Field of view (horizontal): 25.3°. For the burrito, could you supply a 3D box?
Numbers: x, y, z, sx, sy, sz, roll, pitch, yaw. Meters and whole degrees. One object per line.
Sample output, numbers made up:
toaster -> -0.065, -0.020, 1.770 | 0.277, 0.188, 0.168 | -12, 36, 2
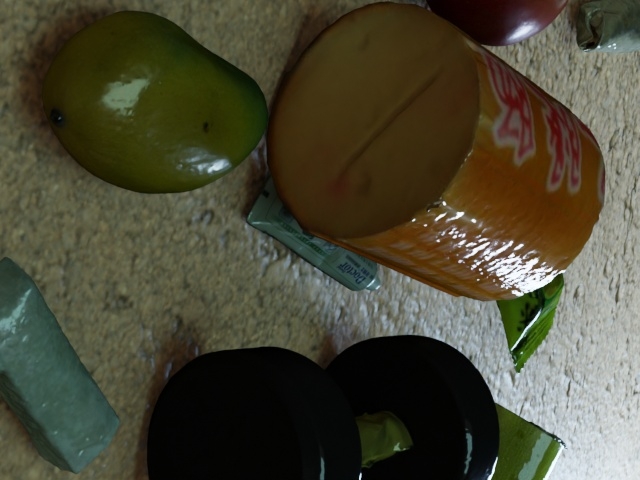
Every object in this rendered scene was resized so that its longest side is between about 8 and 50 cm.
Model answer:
burrito -> 0.394, -0.270, 1.795 | 0.275, 0.059, 0.082 | -15, 109, -49

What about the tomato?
tomato -> 0.183, -0.291, 1.443 | 0.195, 0.136, 0.195 | -25, 123, -44

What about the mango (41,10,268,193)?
mango -> -0.128, -0.101, 1.158 | 0.237, 0.091, 0.137 | 29, 87, -53

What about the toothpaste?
toothpaste -> 0.000, 0.000, 1.412 | 0.218, 0.041, 0.064 | 39, 78, -48

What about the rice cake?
rice cake -> -0.226, 0.107, 1.137 | 0.069, 0.063, 0.206 | -46, 136, -28

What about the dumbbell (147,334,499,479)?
dumbbell -> 0.011, 0.196, 1.364 | 0.322, 0.203, 0.204 | 1, 103, -53

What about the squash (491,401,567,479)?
squash -> 0.214, 0.298, 1.746 | 0.123, 0.123, 0.187 | 36, 78, -52

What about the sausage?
sausage -> 0.118, -0.077, 1.371 | 0.287, 0.233, 0.233 | 25, 84, -54

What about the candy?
candy -> 0.246, 0.031, 1.717 | 0.149, 0.069, 0.246 | -39, 127, -44
